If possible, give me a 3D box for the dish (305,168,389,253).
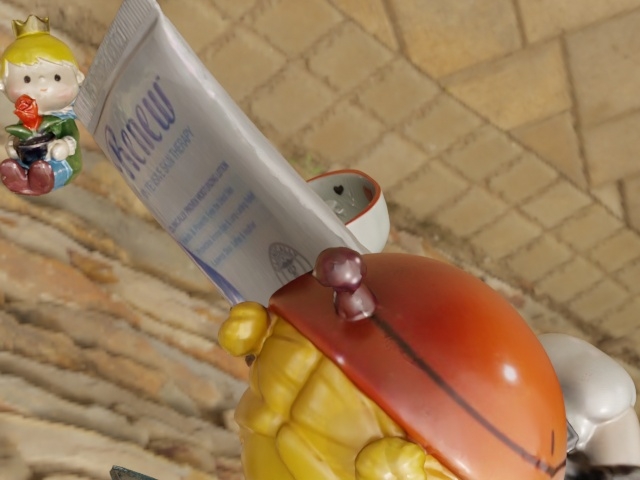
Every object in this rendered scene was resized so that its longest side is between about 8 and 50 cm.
[{"bbox_3d":[0.000,0.000,1.878,0.256,0.256,0.117,-21,115,9],"label":"dish"}]

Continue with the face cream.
[{"bbox_3d":[-0.054,-0.009,1.026,0.137,0.420,0.235,-40,179,-31],"label":"face cream"}]

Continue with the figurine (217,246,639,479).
[{"bbox_3d":[0.077,0.118,0.775,0.323,0.320,0.196,19,102,-45],"label":"figurine"}]

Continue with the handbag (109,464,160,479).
[{"bbox_3d":[-0.159,0.347,1.361,0.179,0.229,0.062,30,88,-32],"label":"handbag"}]

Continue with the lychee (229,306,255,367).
[{"bbox_3d":[-0.023,0.135,1.617,0.238,0.200,0.200,16,150,22],"label":"lychee"}]

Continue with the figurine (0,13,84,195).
[{"bbox_3d":[-0.394,-0.189,1.624,0.127,0.185,0.234,6,108,10],"label":"figurine"}]
